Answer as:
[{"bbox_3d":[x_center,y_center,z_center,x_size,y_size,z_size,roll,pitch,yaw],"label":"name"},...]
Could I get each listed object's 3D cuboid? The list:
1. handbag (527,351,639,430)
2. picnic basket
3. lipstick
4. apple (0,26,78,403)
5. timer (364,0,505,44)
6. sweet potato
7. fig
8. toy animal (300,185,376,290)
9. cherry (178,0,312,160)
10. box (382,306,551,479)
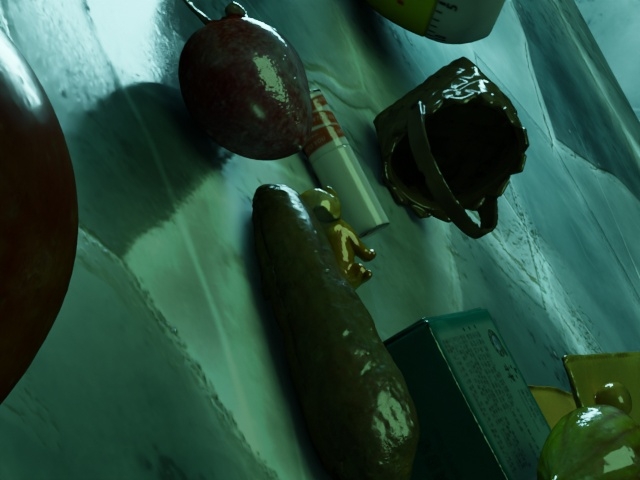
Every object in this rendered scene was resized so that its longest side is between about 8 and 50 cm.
[{"bbox_3d":[0.338,0.297,1.438,0.283,0.133,0.401,9,52,-57],"label":"handbag"},{"bbox_3d":[0.125,-0.077,1.421,0.128,0.137,0.178,46,23,-22],"label":"picnic basket"},{"bbox_3d":[0.013,-0.063,1.293,0.131,0.038,0.038,63,21,10],"label":"lipstick"},{"bbox_3d":[-0.196,-0.013,0.533,0.230,0.230,0.230,47,24,-29],"label":"apple"},{"bbox_3d":[0.103,-0.368,1.662,0.285,0.285,0.285,47,24,-29],"label":"timer"},{"bbox_3d":[0.000,0.059,1.068,0.075,0.075,0.273,27,33,-54],"label":"sweet potato"},{"bbox_3d":[0.188,0.173,1.047,0.093,0.093,0.166,58,21,-3],"label":"fig"},{"bbox_3d":[0.000,0.000,1.176,0.083,0.060,0.081,48,60,-27],"label":"toy animal"},{"bbox_3d":[-0.078,-0.150,1.153,0.107,0.090,0.225,-4,56,-54],"label":"cherry"},{"bbox_3d":[0.124,0.180,1.142,0.245,0.092,0.153,62,22,11],"label":"box"}]
